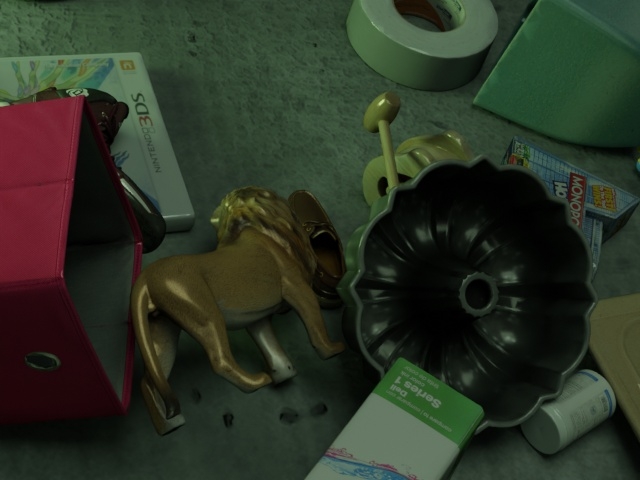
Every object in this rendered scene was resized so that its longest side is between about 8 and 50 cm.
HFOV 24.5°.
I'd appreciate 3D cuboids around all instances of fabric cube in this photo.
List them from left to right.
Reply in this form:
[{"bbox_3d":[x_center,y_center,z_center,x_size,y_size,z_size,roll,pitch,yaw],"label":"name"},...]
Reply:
[{"bbox_3d":[-0.350,0.031,1.573,0.258,0.254,0.259,-6,51,6],"label":"fabric cube"}]

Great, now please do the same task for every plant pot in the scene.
[{"bbox_3d":[0.416,-0.283,2.160,0.252,0.247,0.248,30,48,1],"label":"plant pot"}]

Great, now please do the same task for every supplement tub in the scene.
[{"bbox_3d":[0.305,0.210,1.815,0.107,0.071,0.071,-25,62,-33],"label":"supplement tub"}]

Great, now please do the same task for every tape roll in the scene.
[{"bbox_3d":[0.153,-0.327,2.214,0.219,0.072,0.219,10,49,-12],"label":"tape roll"}]

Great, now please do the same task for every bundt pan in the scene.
[{"bbox_3d":[0.163,0.063,1.779,0.331,0.124,0.330,0,90,-22],"label":"bundt pan"}]

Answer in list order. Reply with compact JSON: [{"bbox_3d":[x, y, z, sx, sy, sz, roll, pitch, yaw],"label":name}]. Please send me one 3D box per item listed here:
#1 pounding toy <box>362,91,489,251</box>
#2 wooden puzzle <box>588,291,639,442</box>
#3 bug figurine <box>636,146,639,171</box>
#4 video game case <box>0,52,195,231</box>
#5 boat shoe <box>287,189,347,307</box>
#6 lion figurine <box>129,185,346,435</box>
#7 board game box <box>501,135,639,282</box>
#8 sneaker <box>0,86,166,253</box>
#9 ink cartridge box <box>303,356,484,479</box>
[{"bbox_3d":[0.119,-0.050,1.933,0.155,0.154,0.269,-31,85,-36],"label":"pounding toy"},{"bbox_3d":[0.512,0.200,1.893,0.322,0.080,0.348,-8,50,-25],"label":"wooden puzzle"},{"bbox_3d":[0.600,-0.080,2.153,0.279,0.072,0.216,-11,49,-20],"label":"bug figurine"},{"bbox_3d":[-0.355,-0.123,1.897,0.329,0.036,0.300,-6,53,-22],"label":"video game case"},{"bbox_3d":[0.000,0.000,1.895,0.064,0.060,0.178,-3,52,-21],"label":"boat shoe"},{"bbox_3d":[-0.113,0.062,1.691,0.240,0.142,0.392,64,26,5],"label":"lion figurine"},{"bbox_3d":[0.340,-0.033,2.038,0.194,0.060,0.194,16,48,-4],"label":"board game box"},{"bbox_3d":[-0.265,-0.111,1.826,0.281,0.106,0.162,37,46,14],"label":"sneaker"},{"bbox_3d":[0.039,0.293,1.567,0.117,0.201,0.278,32,49,12],"label":"ink cartridge box"}]
